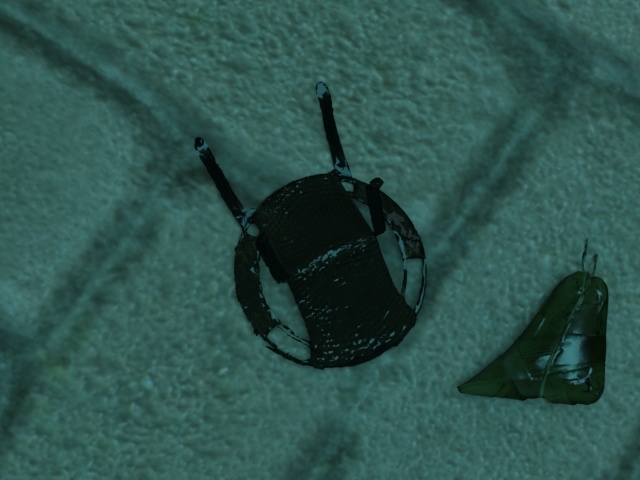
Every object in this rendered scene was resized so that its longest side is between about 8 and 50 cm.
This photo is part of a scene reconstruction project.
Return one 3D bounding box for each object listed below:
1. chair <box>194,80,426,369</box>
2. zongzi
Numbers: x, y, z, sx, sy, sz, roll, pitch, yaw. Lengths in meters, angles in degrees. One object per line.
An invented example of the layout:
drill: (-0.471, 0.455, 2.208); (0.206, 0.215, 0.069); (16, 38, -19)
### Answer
chair: (0.000, 0.000, 1.534); (0.174, 0.149, 0.213); (-26, 132, -6)
zongzi: (0.192, 0.068, 1.561); (0.131, 0.062, 0.154); (3, 82, 9)
